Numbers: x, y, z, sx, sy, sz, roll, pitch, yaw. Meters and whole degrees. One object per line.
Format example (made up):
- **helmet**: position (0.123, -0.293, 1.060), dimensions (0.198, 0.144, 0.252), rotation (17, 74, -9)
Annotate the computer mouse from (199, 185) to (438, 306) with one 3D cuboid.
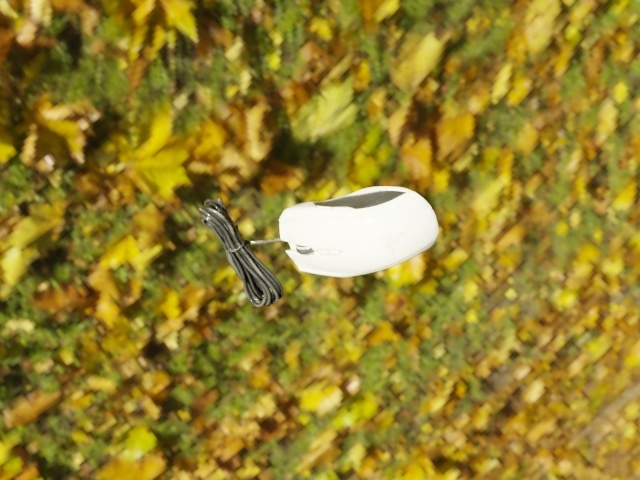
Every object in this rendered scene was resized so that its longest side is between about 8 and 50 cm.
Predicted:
- **computer mouse**: position (0.000, 0.000, 1.076), dimensions (0.106, 0.193, 0.042), rotation (67, 30, -24)
